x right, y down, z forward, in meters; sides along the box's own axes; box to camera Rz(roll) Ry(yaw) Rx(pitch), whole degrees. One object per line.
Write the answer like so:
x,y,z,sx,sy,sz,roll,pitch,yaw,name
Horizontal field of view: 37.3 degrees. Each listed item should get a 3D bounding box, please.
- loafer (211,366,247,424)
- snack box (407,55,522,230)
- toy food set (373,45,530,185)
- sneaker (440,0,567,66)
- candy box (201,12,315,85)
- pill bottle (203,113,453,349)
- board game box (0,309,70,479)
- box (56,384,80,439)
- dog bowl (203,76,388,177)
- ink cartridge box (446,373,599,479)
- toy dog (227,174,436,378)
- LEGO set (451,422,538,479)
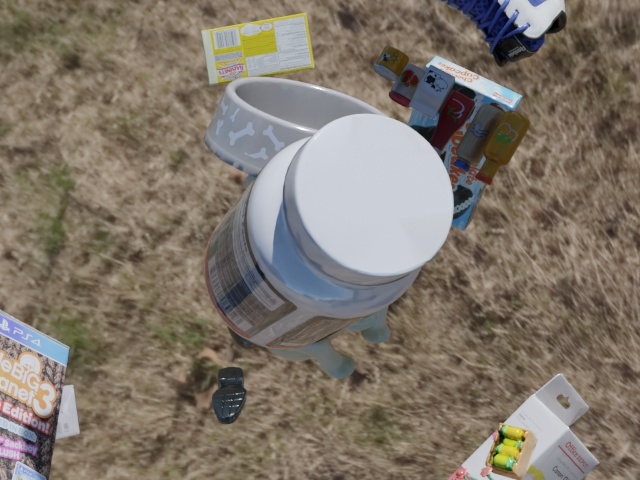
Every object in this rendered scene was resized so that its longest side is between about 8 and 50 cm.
-0.159,0.287,1.687,0.062,0.170,0.061,-2,108,2,loafer
0.260,-0.188,1.892,0.187,0.322,0.060,28,44,15,snack box
0.168,-0.173,1.347,0.232,0.111,0.104,30,92,6,toy food set
0.250,-0.357,1.377,0.127,0.315,0.182,-34,58,56,sneaker
-0.118,-0.361,1.796,0.205,0.027,0.105,-7,98,8,candy box
0.000,0.000,1.101,0.210,0.363,0.210,5,74,-18,pill bottle
-0.422,0.248,1.032,0.232,0.141,0.291,-24,47,27,board game box
-0.575,0.312,1.593,0.290,0.169,0.087,-13,82,23,box
-0.027,-0.193,1.678,0.348,0.348,0.102,29,117,28,dog bowl
0.251,0.264,1.124,0.198,0.115,0.067,-45,44,0,ink cartridge box
-0.038,0.089,1.808,0.395,0.408,0.284,35,53,2,toy dog
0.104,0.295,0.917,0.287,0.107,0.132,-53,19,9,LEGO set
